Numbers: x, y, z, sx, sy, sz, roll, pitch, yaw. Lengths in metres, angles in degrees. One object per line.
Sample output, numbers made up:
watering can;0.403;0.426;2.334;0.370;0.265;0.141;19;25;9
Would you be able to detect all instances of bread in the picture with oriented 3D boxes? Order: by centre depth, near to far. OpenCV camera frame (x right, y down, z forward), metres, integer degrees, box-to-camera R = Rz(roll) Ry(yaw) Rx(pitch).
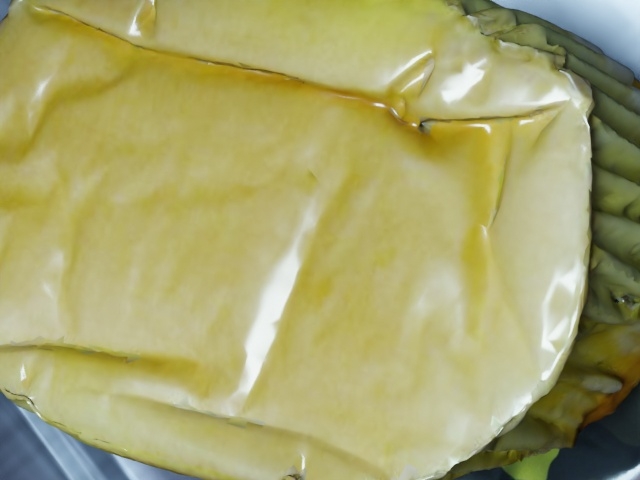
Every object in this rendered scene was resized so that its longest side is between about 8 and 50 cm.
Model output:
bread;0.000;0.000;0.646;0.288;0.156;0.204;1;80;29

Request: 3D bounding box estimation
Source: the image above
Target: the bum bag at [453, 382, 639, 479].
bum bag;0.088;0.109;0.690;0.232;0.060;0.107;-23;81;22
